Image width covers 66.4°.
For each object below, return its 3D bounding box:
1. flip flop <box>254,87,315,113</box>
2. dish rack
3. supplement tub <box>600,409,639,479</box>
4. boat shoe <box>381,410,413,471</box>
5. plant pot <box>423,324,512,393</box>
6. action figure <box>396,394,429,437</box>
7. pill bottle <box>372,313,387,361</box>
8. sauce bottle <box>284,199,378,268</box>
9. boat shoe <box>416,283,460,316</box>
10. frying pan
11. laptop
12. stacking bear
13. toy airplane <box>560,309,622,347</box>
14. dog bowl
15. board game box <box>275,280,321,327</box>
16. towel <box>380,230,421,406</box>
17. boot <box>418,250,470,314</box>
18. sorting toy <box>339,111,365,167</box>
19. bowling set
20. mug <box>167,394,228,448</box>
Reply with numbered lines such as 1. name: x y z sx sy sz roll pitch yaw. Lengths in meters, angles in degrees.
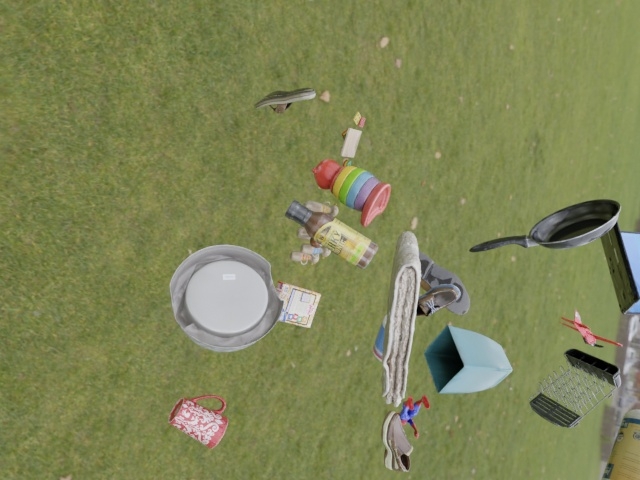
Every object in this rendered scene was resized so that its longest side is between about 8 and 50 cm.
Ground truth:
1. flip flop: -0.141 -0.542 1.929 0.112 0.277 0.080 -60 140 -48
2. dish rack: 0.834 0.494 1.630 0.272 0.208 0.074 -34 105 -10
3. supplement tub: 0.602 0.429 0.885 0.199 0.144 0.144 -58 141 -17
4. boat shoe: 0.269 0.683 1.655 0.095 0.095 0.257 -44 135 -43
5. plant pot: 0.511 0.413 1.661 0.234 0.165 0.165 11 130 -21
6. action figure: 0.318 0.671 1.783 0.280 0.092 0.139 107 -19 -56
7. pill bottle: 0.284 0.353 1.861 0.124 0.124 0.221 -30 141 -49
8. sauce bottle: 0.034 -0.026 1.734 0.111 0.345 0.111 -60 178 -3
9. boat shoe: 0.303 0.180 1.363 0.066 0.183 0.066 55 36 -7
10. frying pan: 0.523 -0.006 1.128 0.053 0.326 0.197 60 11 -11
11. laptop: 0.791 0.055 1.208 0.264 0.137 0.234 44 39 -62
12. stacking bear: 0.104 -0.208 1.848 0.175 0.289 0.164 -40 154 -43
13. toy airplane: 0.622 0.214 1.150 0.028 0.151 0.151 -52 139 -11
14. dog bowl: -0.293 0.186 1.526 0.348 0.349 0.102 -52 172 -36
15. board game box: -0.102 0.254 1.928 0.194 0.045 0.146 22 85 -37
16. towel: 0.142 0.138 0.891 0.187 0.049 0.282 -68 163 -70
17. boot: 0.404 0.150 1.749 0.305 0.115 0.112 42 72 -6
18. sorting toy: 0.134 -0.475 2.318 0.132 0.046 0.274 -11 122 -61
19. bowling set: 0.000 0.000 1.946 0.154 0.200 0.286 8 111 -25
20. mug: -0.407 0.590 1.640 0.169 0.113 0.150 36 35 -18
